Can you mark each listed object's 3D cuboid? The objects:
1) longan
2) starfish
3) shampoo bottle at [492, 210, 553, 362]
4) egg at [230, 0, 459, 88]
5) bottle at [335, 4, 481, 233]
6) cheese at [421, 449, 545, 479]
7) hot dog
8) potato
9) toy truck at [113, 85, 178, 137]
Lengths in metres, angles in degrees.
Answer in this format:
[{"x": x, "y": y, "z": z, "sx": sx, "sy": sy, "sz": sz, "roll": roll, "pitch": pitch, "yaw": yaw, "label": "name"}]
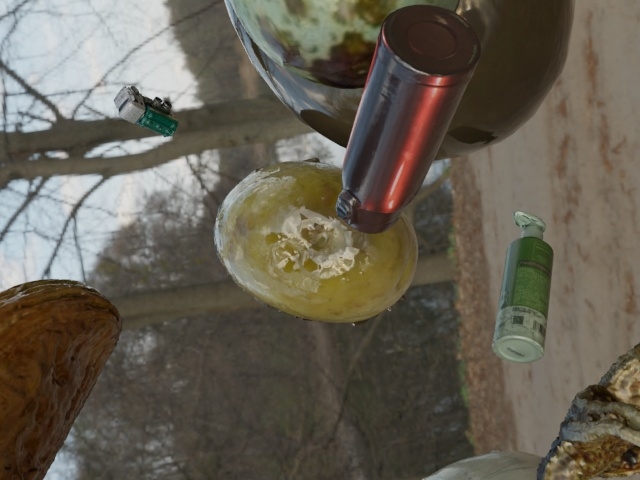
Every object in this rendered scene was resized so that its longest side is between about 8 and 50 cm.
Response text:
[{"x": 0.082, "y": -0.264, "z": 0.897, "sx": 0.336, "sy": 0.404, "sz": 0.404, "roll": -62, "pitch": 2, "yaw": -4, "label": "longan"}, {"x": 0.204, "y": 0.105, "z": 0.489, "sx": 0.074, "sy": 0.190, "sz": 0.146, "roll": 39, "pitch": 128, "yaw": 28, "label": "starfish"}, {"x": 0.257, "y": 0.052, "z": 1.016, "sx": 0.065, "sy": 0.065, "sz": 0.204, "roll": 87, "pitch": -163, "yaw": -51, "label": "shampoo bottle"}, {"x": 0.011, "y": -0.217, "z": 0.548, "sx": 0.169, "sy": 0.169, "sz": 0.231, "roll": 116, "pitch": 146, "yaw": -83, "label": "egg"}, {"x": 0.045, "y": -0.063, "z": 0.495, "sx": 0.164, "sy": 0.060, "sz": 0.060, "roll": 106, "pitch": 157, "yaw": -56, "label": "bottle"}, {"x": 0.201, "y": 0.310, "z": 0.851, "sx": 0.198, "sy": 0.189, "sz": 0.154, "roll": -99, "pitch": 6, "yaw": -68, "label": "cheese"}, {"x": -0.276, "y": 0.149, "z": 0.703, "sx": 0.196, "sy": 0.122, "sz": 0.272, "roll": 107, "pitch": -178, "yaw": -55, "label": "hot dog"}, {"x": 0.000, "y": 0.000, "z": 1.027, "sx": 0.242, "sy": 0.285, "sz": 0.242, "roll": -58, "pitch": 0, "yaw": 0, "label": "potato"}, {"x": -0.229, "y": -0.168, "z": 1.068, "sx": 0.083, "sy": 0.039, "sz": 0.044, "roll": 21, "pitch": -144, "yaw": -45, "label": "toy truck"}]
